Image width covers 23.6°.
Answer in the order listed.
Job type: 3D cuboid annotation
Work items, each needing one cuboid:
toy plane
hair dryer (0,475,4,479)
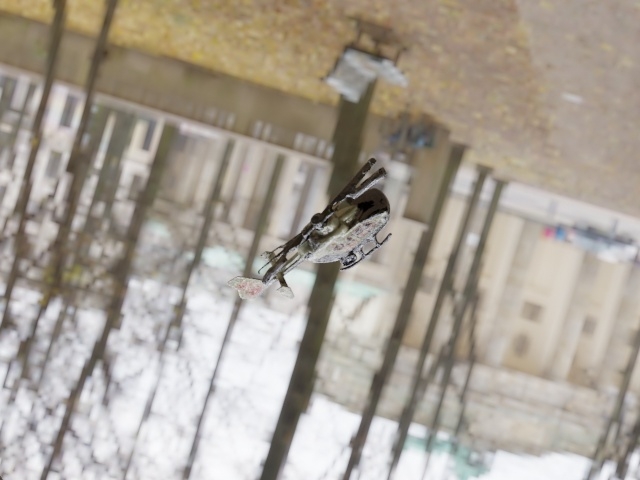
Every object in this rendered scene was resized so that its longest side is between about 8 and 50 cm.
[{"bbox_3d":[0.000,0.000,0.915,0.049,0.121,0.031,32,-156,-53],"label":"toy plane"},{"bbox_3d":[-0.177,0.026,0.539,0.114,0.248,0.071,35,-128,28],"label":"hair dryer"}]
